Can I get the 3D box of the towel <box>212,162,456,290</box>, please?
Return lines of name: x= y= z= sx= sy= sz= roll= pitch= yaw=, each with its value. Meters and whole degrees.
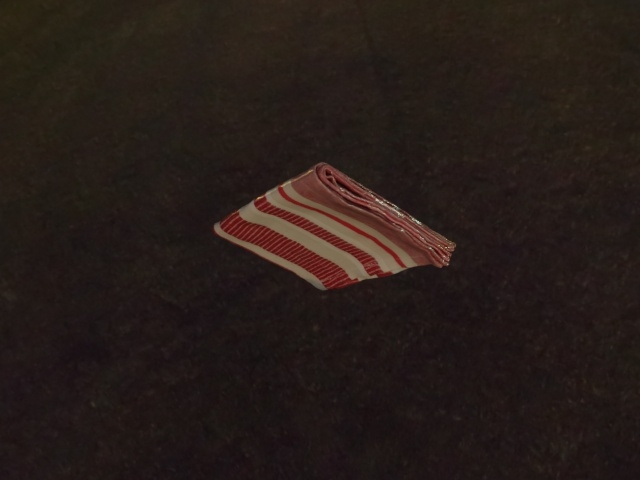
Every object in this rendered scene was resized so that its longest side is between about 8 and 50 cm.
towel: x=0.000 y=0.000 z=0.826 sx=0.329 sy=0.237 sz=0.037 roll=-20 pitch=47 yaw=55
